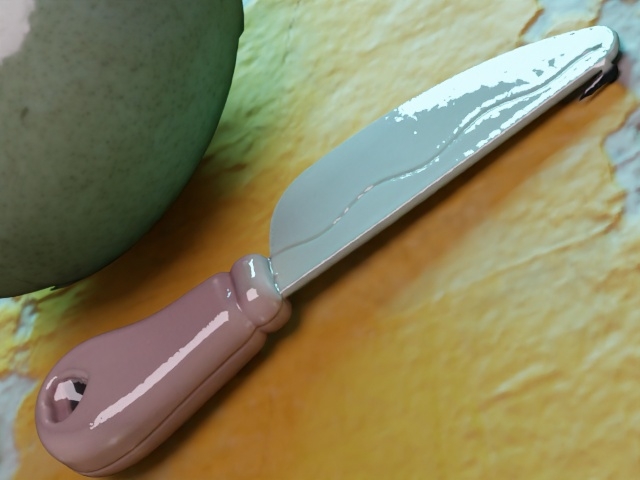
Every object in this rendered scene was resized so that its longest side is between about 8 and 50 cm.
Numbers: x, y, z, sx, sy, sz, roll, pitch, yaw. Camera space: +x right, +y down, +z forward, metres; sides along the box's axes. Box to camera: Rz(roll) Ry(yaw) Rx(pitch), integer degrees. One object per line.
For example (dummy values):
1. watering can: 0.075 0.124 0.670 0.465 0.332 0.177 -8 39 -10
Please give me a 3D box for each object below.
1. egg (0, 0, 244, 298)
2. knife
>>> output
1. egg: -0.138 -0.076 0.828 0.169 0.169 0.236 40 100 45
2. knife: -0.001 -0.001 0.779 0.336 0.043 0.081 -37 41 9
